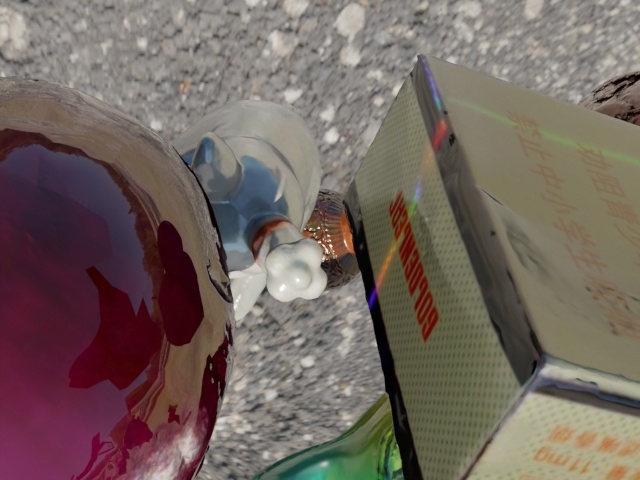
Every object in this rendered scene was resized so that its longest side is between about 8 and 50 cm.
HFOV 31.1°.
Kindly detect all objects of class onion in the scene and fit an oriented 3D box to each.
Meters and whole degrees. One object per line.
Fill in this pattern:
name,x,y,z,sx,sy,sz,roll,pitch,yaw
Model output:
onion,-0.180,0.071,0.625,0.282,0.260,0.337,56,53,-25

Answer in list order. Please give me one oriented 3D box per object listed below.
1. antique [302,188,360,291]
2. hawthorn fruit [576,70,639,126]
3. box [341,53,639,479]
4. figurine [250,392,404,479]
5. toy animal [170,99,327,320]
antique,0.000,0.000,1.101,0.104,0.104,0.104,1,80,-8
hawthorn fruit,0.223,-0.031,0.672,0.181,0.235,0.181,2,79,-10
box,0.173,0.044,0.467,0.310,0.198,0.084,15,123,-18
figurine,0.096,0.247,0.897,0.323,0.231,0.340,38,68,-6
toy animal,-0.069,-0.022,0.864,0.140,0.282,0.138,43,108,-12
